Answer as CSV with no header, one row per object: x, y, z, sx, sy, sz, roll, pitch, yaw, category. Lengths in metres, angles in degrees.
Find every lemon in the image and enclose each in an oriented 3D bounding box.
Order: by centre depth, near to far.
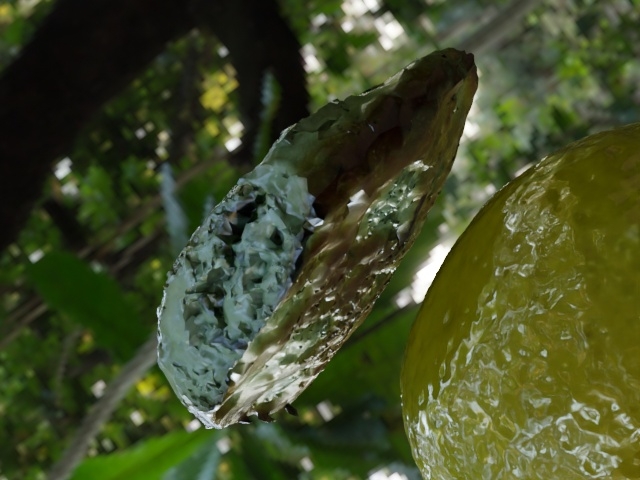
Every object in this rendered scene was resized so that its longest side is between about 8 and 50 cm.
0.213,0.084,1.130,0.336,0.336,0.336,50,-165,-19,lemon

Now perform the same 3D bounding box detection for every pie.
0.000,0.000,1.311,0.103,0.354,0.288,36,-149,13,pie
